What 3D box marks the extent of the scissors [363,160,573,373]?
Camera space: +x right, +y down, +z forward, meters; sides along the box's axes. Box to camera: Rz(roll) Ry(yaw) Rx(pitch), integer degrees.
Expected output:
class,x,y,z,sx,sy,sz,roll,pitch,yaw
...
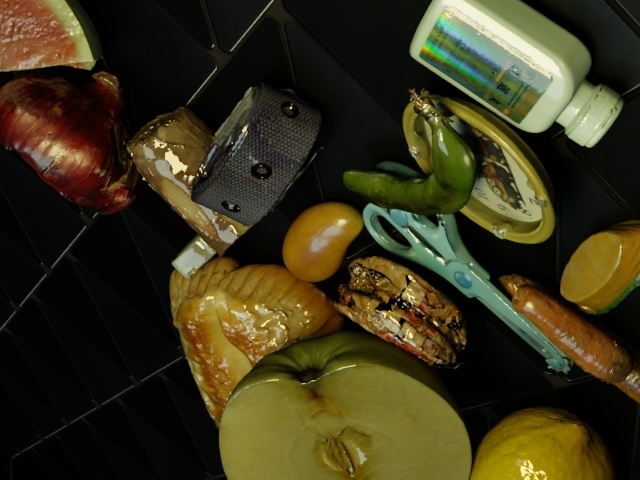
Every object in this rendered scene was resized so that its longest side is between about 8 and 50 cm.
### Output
class,x,y,z,sx,sy,sz,roll,pitch,yaw
scissors,0.202,0.040,1.305,0.393,0.032,0.180,43,153,9

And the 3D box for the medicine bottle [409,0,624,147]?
class,x,y,z,sx,sy,sz,roll,pitch,yaw
medicine bottle,0.215,-0.189,1.018,0.229,0.083,0.121,34,149,4

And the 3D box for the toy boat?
class,x,y,z,sx,sy,sz,roll,pitch,yaw
toy boat,0.366,0.037,1.173,0.088,0.089,0.229,1,151,-17

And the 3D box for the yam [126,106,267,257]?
class,x,y,z,sx,sy,sz,roll,pitch,yaw
yam,-0.184,-0.097,1.465,0.128,0.129,0.238,-32,105,39

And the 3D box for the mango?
class,x,y,z,sx,sy,sz,roll,pitch,yaw
mango,0.000,0.000,1.451,0.102,0.085,0.184,43,143,1

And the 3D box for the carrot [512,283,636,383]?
class,x,y,z,sx,sy,sz,roll,pitch,yaw
carrot,0.329,0.121,1.233,0.186,0.060,0.060,37,147,0

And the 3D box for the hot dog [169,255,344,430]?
class,x,y,z,sx,sy,sz,roll,pitch,yaw
hot dog,-0.108,0.184,1.689,0.367,0.196,0.365,4,134,31

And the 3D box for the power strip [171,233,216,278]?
class,x,y,z,sx,sy,sz,roll,pitch,yaw
power strip,-0.193,0.005,1.582,0.075,0.175,0.042,-41,98,19

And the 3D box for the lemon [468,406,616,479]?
class,x,y,z,sx,sy,sz,roll,pitch,yaw
lemon,0.342,0.386,1.469,0.236,0.236,0.263,7,106,38

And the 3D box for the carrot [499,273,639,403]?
class,x,y,z,sx,sy,sz,roll,pitch,yaw
carrot,0.377,0.140,1.290,0.314,0.066,0.066,36,147,5

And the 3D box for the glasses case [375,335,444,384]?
class,x,y,z,sx,sy,sz,roll,pitch,yaw
glasses case,0.152,0.211,1.578,0.102,0.070,0.193,8,137,35

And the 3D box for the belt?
class,x,y,z,sx,sy,sz,roll,pitch,yaw
belt,-0.085,-0.114,1.325,0.126,0.140,0.230,25,137,-17

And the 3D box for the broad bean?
class,x,y,z,sx,sy,sz,roll,pitch,yaw
broad bean,0.118,-0.085,1.164,0.144,0.049,0.292,43,159,0

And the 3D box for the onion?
class,x,y,z,sx,sy,sz,roll,pitch,yaw
onion,-0.379,-0.177,1.506,0.195,0.272,0.272,-43,102,11

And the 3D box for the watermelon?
class,x,y,z,sx,sy,sz,roll,pitch,yaw
watermelon,-0.435,-0.316,1.403,0.260,0.176,0.256,1,155,8

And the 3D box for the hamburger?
class,x,y,z,sx,sy,sz,roll,pitch,yaw
hamburger,0.126,0.106,1.393,0.231,0.107,0.231,28,176,2

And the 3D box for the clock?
class,x,y,z,sx,sy,sz,roll,pitch,yaw
clock,0.201,-0.095,1.142,0.237,0.057,0.237,41,165,13

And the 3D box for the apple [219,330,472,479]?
class,x,y,z,sx,sy,sz,roll,pitch,yaw
apple,0.037,0.301,1.451,0.311,0.320,0.360,17,138,46
